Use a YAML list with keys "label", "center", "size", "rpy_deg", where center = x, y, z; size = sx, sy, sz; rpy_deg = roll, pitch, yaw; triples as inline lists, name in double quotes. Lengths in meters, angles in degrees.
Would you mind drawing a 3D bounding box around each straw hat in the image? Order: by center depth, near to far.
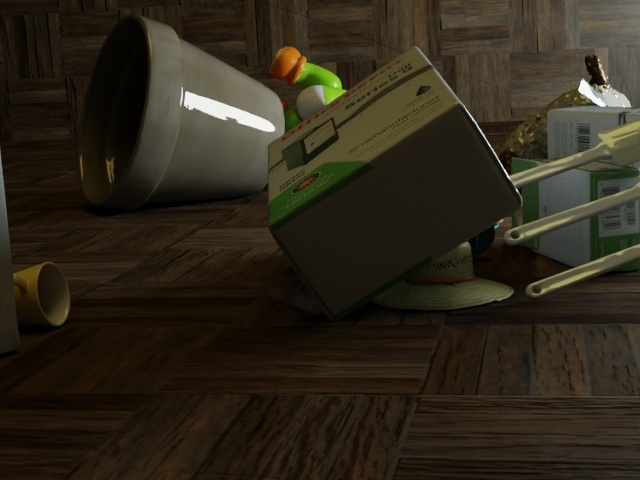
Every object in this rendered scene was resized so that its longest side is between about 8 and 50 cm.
- label: "straw hat"
  center: [0.118, 0.024, 1.108]
  size: [0.144, 0.061, 0.144]
  rpy_deg: [-3, 10, 1]

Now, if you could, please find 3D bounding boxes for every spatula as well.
- label: "spatula"
  center: [0.284, -0.034, 1.110]
  size: [0.242, 0.168, 0.019]
  rpy_deg: [-19, -27, -12]

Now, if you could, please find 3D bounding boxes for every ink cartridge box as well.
- label: "ink cartridge box"
  center: [0.059, -0.070, 1.130]
  size: [0.211, 0.121, 0.289]
  rpy_deg: [-33, 18, 8]
- label: "ink cartridge box"
  center: [0.282, -0.035, 1.255]
  size: [0.062, 0.109, 0.209]
  rpy_deg: [-5, 10, -13]
- label: "ink cartridge box"
  center: [0.369, -0.074, 1.302]
  size: [0.092, 0.160, 0.219]
  rpy_deg: [-9, 12, -29]

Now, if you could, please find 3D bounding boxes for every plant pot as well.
- label: "plant pot"
  center: [-0.224, -0.194, 1.886]
  size: [0.280, 0.323, 0.323]
  rpy_deg: [9, 3, -29]

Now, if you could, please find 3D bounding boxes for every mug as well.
- label: "mug"
  center: [-0.286, 0.050, 1.070]
  size: [0.064, 0.078, 0.062]
  rpy_deg: [-9, 35, 16]

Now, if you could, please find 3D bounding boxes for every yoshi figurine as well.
- label: "yoshi figurine"
  center: [0.062, -0.216, 2.082]
  size: [0.362, 0.204, 0.203]
  rpy_deg: [25, 48, 1]

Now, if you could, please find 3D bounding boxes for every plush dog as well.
- label: "plush dog"
  center: [0.384, -0.158, 1.787]
  size: [0.225, 0.211, 0.262]
  rpy_deg: [-25, -6, 40]

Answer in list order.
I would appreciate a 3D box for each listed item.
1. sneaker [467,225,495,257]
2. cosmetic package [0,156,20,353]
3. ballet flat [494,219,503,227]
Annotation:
- label: "sneaker"
  center: [0.108, -0.012, 1.305]
  size: [0.190, 0.071, 0.083]
  rpy_deg: [-1, 4, 10]
- label: "cosmetic package"
  center: [-0.448, -0.010, 1.055]
  size: [0.156, 0.217, 0.385]
  rpy_deg: [-12, 12, -42]
- label: "ballet flat"
  center: [0.143, -0.040, 1.430]
  size: [0.232, 0.073, 0.080]
  rpy_deg: [-9, 12, -33]
